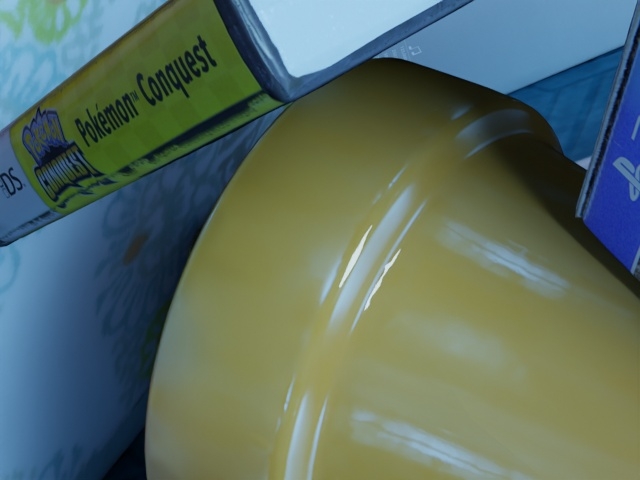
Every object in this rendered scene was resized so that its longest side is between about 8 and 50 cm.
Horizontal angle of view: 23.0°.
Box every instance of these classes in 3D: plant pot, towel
[{"bbox_3d":[0.075,0.059,0.550,0.188,0.205,0.205,21,47,29],"label":"plant pot"},{"bbox_3d":[-0.114,-0.036,0.677,0.090,0.320,0.374,20,44,19],"label":"towel"}]

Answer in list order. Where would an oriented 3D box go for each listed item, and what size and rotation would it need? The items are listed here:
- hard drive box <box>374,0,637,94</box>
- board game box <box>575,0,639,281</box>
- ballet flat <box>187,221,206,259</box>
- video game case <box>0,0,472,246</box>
[{"bbox_3d":[0.074,-0.158,0.999,0.232,0.089,0.181,-23,30,-5],"label":"hard drive box"},{"bbox_3d":[0.257,-0.001,0.411,0.232,0.141,0.291,-32,64,-20],"label":"board game box"},{"bbox_3d":[0.000,0.000,0.780,0.073,0.067,0.206,24,30,22],"label":"ballet flat"},{"bbox_3d":[0.039,-0.090,0.473,0.275,0.035,0.248,-32,6,-25],"label":"video game case"}]
